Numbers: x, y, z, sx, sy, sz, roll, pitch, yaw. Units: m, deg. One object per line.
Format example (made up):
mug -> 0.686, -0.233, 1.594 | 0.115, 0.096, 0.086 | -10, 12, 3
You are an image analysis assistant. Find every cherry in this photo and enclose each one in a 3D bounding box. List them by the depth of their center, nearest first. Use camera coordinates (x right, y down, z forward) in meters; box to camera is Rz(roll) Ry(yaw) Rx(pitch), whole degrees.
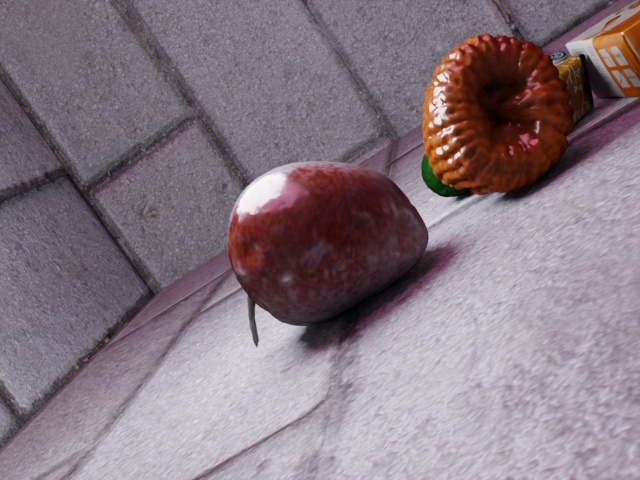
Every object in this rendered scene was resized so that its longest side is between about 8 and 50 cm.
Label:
cherry -> 0.001, 0.001, 1.489 | 0.335, 0.291, 0.326 | -16, -6, -11

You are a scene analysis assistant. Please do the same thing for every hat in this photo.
hat -> 0.322, -0.208, 1.618 | 0.285, 0.285, 0.400 | -34, -7, -1

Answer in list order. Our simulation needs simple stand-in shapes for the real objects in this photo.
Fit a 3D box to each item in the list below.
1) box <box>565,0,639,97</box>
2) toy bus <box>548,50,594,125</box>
box -> 0.657, -0.398, 1.655 | 0.225, 0.143, 0.341 | -33, 7, 4
toy bus -> 0.417, -0.306, 1.795 | 0.275, 0.138, 0.167 | 8, 40, 43
